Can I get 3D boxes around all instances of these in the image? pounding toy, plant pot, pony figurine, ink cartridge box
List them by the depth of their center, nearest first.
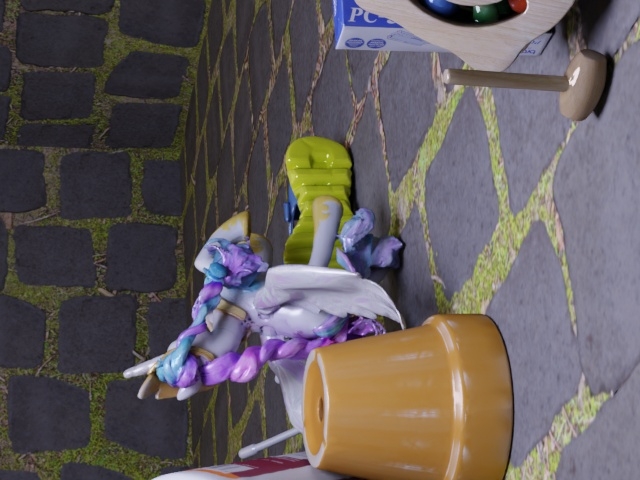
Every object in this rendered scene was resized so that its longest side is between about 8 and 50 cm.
[{"bbox_3d":[0.146,-0.227,1.245,0.154,0.270,0.155,-65,-9,27],"label":"pounding toy"},{"bbox_3d":[0.116,-0.235,1.391,0.046,0.207,0.097,112,157,-65],"label":"ink cartridge box"},{"bbox_3d":[0.083,0.179,1.529,0.205,0.188,0.205,-178,90,-78],"label":"plant pot"},{"bbox_3d":[-0.028,0.095,1.780,0.363,0.351,0.302,-61,-29,-49],"label":"pony figurine"}]

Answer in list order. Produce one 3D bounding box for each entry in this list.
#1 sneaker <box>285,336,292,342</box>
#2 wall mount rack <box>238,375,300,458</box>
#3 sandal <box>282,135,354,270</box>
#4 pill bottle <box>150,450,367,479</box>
[{"bbox_3d":[-0.040,0.132,2.384,0.115,0.105,0.281,63,167,-7],"label":"sneaker"},{"bbox_3d":[-0.034,0.351,2.171,0.304,0.131,0.350,109,160,-53],"label":"wall mount rack"},{"bbox_3d":[0.000,0.000,2.123,0.138,0.126,0.317,101,173,-50],"label":"sandal"},{"bbox_3d":[-0.037,0.347,1.553,0.392,0.224,0.224,5,-96,-58],"label":"pill bottle"}]
